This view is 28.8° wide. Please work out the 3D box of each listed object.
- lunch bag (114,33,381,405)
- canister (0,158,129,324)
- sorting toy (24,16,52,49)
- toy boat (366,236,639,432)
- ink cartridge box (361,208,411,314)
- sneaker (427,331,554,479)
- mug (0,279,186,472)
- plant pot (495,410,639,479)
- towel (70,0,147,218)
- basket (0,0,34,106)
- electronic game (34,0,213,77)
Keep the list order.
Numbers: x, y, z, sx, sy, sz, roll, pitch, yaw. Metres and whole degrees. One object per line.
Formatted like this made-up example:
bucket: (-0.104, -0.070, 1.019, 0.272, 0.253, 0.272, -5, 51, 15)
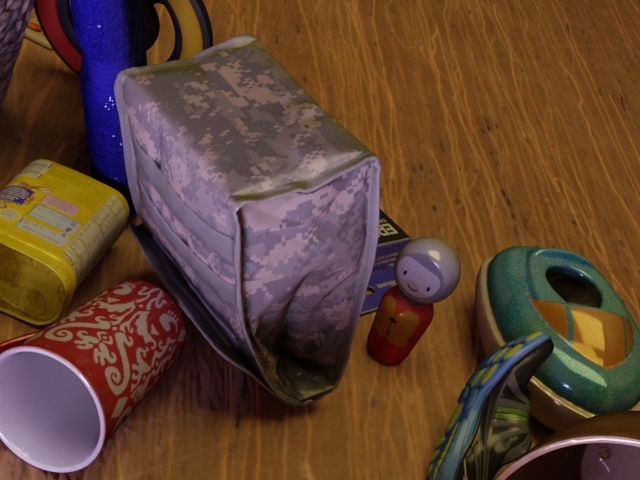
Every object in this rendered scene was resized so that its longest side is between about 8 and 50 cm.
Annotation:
lunch bag: (-0.070, -0.005, 1.156, 0.169, 0.287, 0.235, -21, 46, -22)
canister: (-0.270, -0.004, 1.205, 0.126, 0.073, 0.170, 24, 31, 2)
sorting toy: (-0.363, -0.275, 1.593, 0.083, 0.012, 0.062, 27, 33, 5)
toy boat: (0.209, 0.083, 1.311, 0.318, 0.148, 0.267, 10, 35, -21)
ink cartridge box: (0.000, 0.000, 1.397, 0.206, 0.045, 0.208, -14, 49, -44)
sneaker: (0.170, 0.170, 1.183, 0.078, 0.067, 0.188, 34, 73, -9)
mug: (-0.207, 0.097, 1.068, 0.150, 0.113, 0.169, 31, 30, 8)
plant pot: (0.266, 0.244, 1.078, 0.237, 0.237, 0.254, 31, 18, 11)
towel: (-0.228, -0.200, 1.314, 0.076, 0.308, 0.227, -2, 36, -3)
basket: (-0.477, -0.233, 1.225, 0.328, 0.266, 0.331, 22, 32, -2)
electronic game: (-0.232, -0.257, 1.451, 0.229, 0.229, 0.048, 25, 47, 3)
